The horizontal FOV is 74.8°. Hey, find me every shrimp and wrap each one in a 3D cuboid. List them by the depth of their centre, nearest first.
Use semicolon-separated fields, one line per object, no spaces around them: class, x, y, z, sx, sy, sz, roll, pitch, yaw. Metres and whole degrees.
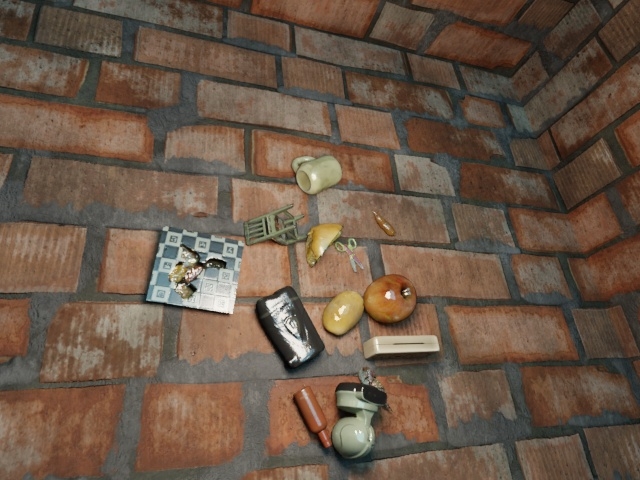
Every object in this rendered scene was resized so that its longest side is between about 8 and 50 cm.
shrimp;0.250;0.660;1.847;0.233;0.079;0.090;53;20;9

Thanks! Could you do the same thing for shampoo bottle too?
shampoo bottle;-0.025;0.719;1.700;0.085;0.085;0.244;-19;71;-28

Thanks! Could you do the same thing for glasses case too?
glasses case;0.374;0.496;1.941;0.336;0.144;0.076;3;61;-18

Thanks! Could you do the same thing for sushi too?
sushi;-0.538;0.135;1.834;0.359;0.064;0.343;12;64;-16

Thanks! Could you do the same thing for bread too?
bread;-0.003;-0.009;2.059;0.133;0.174;0.251;37;61;5

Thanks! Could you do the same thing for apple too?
apple;0.329;0.279;2.005;0.253;0.253;0.253;9;60;-16

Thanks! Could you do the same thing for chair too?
chair;-0.215;-0.051;2.034;0.270;0.147;0.136;-21;62;17

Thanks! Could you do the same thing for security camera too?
security camera;0.142;0.734;1.697;0.197;0.191;0.277;31;54;-37

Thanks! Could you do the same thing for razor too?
razor;-0.135;0.375;1.827;0.204;0.113;0.349;-23;75;-28

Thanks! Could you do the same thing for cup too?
cup;-0.035;-0.382;2.239;0.202;0.173;0.255;-27;76;-32

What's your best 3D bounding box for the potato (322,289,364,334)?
potato;0.105;0.329;1.940;0.150;0.146;0.234;24;51;32

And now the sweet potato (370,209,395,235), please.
sweet potato;0.341;-0.096;2.297;0.195;0.056;0.056;46;57;-3

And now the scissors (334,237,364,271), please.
scissors;0.161;0.076;2.158;0.133;0.020;0.187;-14;68;-31
